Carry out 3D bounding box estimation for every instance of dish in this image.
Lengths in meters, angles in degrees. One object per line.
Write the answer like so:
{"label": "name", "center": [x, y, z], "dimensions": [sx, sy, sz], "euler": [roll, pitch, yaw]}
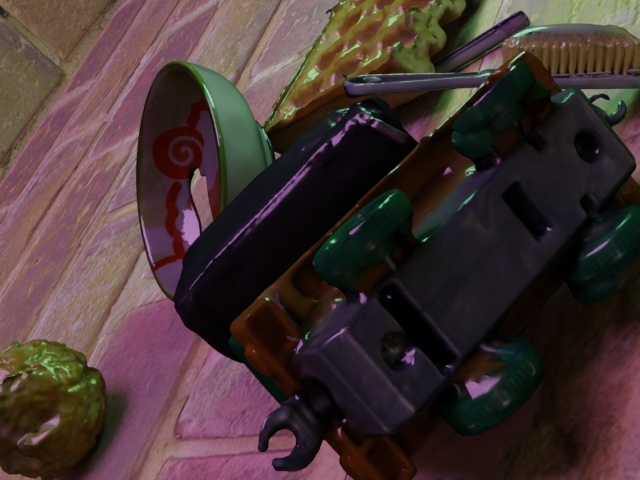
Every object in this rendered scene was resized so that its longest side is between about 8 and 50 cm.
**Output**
{"label": "dish", "center": [-0.141, -0.077, 1.332], "dimensions": [0.324, 0.124, 0.324], "euler": [9, 100, 62]}

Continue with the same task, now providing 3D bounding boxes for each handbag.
{"label": "handbag", "center": [0.002, 0.002, 1.017], "dimensions": [0.302, 0.178, 0.275], "euler": [-45, 11, 3]}

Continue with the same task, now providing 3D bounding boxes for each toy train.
{"label": "toy train", "center": [0.091, 0.023, 0.786], "dimensions": [0.429, 0.178, 0.249], "euler": [-44, 7, -25]}

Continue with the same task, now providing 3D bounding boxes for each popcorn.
{"label": "popcorn", "center": [-0.390, 0.227, 1.320], "dimensions": [0.212, 0.198, 0.198], "euler": [-37, 27, 40]}

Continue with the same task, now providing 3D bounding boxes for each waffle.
{"label": "waffle", "center": [0.075, -0.278, 1.355], "dimensions": [0.304, 0.077, 0.348], "euler": [-21, 33, 49]}

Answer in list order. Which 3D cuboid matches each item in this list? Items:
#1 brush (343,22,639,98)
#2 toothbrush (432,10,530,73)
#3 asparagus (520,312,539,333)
{"label": "brush", "center": [0.169, -0.167, 0.912], "dimensions": [0.297, 0.060, 0.068], "euler": [-3, 20, 0]}
{"label": "toothbrush", "center": [0.121, -0.202, 1.275], "dimensions": [0.354, 0.024, 0.029], "euler": [-28, 25, 39]}
{"label": "asparagus", "center": [0.110, 0.116, 0.862], "dimensions": [0.236, 0.027, 0.034], "euler": [-41, 13, 16]}
